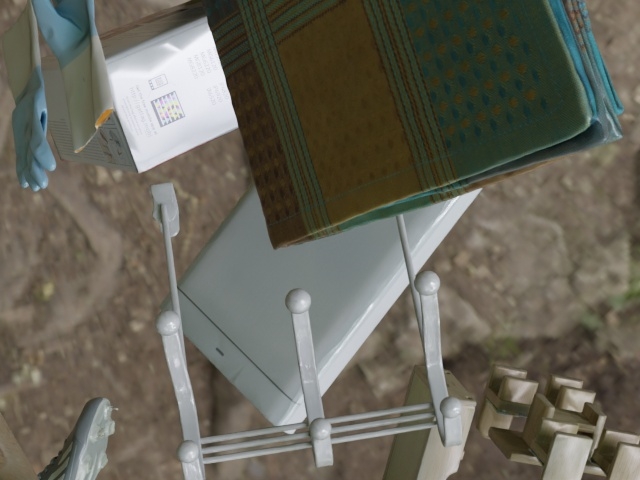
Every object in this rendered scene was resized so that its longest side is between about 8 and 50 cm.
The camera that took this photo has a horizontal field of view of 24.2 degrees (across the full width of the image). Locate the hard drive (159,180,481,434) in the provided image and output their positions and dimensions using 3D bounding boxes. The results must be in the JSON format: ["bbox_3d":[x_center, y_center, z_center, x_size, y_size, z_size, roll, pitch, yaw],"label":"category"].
[{"bbox_3d":[0.000,0.000,1.609,0.353,0.233,0.047,-52,142,4],"label":"hard drive"}]

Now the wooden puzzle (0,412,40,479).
[{"bbox_3d":[-0.286,0.003,0.500,0.322,0.348,0.080,14,113,-47],"label":"wooden puzzle"}]

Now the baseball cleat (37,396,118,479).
[{"bbox_3d":[-0.300,0.267,1.667,0.109,0.072,0.206,12,79,15],"label":"baseball cleat"}]

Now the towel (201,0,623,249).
[{"bbox_3d":[0.029,-0.150,0.919,0.040,0.370,0.271,-14,87,-30],"label":"towel"}]

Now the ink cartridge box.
[{"bbox_3d":[-0.162,-0.193,1.716,0.272,0.309,0.130,-26,106,-20],"label":"ink cartridge box"}]

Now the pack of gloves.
[{"bbox_3d":[-0.293,-0.179,1.545,0.046,0.232,0.195,9,144,-36],"label":"pack of gloves"}]

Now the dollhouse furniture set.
[{"bbox_3d":[0.207,0.247,1.647,0.242,0.212,0.161,11,103,-16],"label":"dollhouse furniture set"}]

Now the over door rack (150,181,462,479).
[{"bbox_3d":[-0.023,0.045,1.294,0.239,0.324,0.108,-8,140,-4],"label":"over door rack"}]
